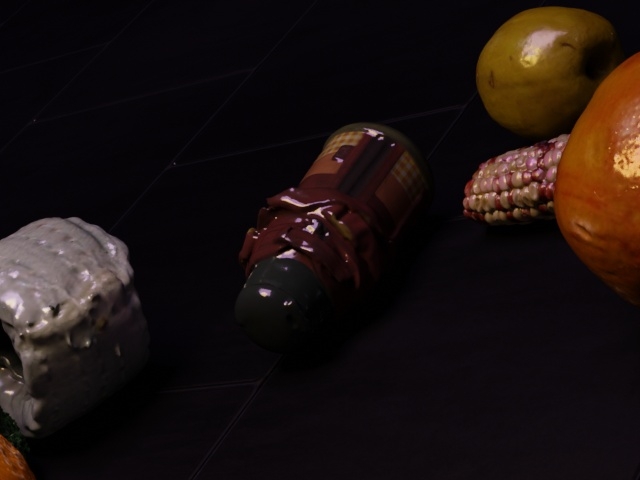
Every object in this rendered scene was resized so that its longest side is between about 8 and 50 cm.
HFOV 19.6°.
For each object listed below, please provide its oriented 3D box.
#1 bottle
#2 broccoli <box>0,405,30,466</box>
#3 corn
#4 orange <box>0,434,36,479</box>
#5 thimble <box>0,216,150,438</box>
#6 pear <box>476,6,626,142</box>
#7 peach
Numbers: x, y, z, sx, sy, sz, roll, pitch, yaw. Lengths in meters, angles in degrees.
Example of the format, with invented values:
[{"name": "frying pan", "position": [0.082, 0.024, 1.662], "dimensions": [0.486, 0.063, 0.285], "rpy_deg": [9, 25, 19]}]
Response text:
[{"name": "bottle", "position": [0.000, 0.000, 1.887], "dimensions": [0.156, 0.143, 0.271], "rpy_deg": [-8, 33, 41]}, {"name": "broccoli", "position": [-0.453, 0.219, 1.884], "dimensions": [0.308, 0.275, 0.307], "rpy_deg": [1, 61, -2]}, {"name": "corn", "position": [0.254, -0.068, 1.788], "dimensions": [0.280, 0.092, 0.092], "rpy_deg": [-10, 31, 42]}, {"name": "orange", "position": [-0.397, 0.283, 1.580], "dimensions": [0.341, 0.293, 0.340], "rpy_deg": [-22, 32, 14]}, {"name": "thimble", "position": [-0.289, 0.089, 1.964], "dimensions": [0.172, 0.205, 0.250], "rpy_deg": [-33, 5, -31]}, {"name": "pear", "position": [0.240, -0.170, 1.936], "dimensions": [0.162, 0.149, 0.149], "rpy_deg": [-12, 29, 52]}, {"name": "peach", "position": [0.323, -0.044, 1.478], "dimensions": [0.281, 0.238, 0.281], "rpy_deg": [-7, 23, 3]}]
